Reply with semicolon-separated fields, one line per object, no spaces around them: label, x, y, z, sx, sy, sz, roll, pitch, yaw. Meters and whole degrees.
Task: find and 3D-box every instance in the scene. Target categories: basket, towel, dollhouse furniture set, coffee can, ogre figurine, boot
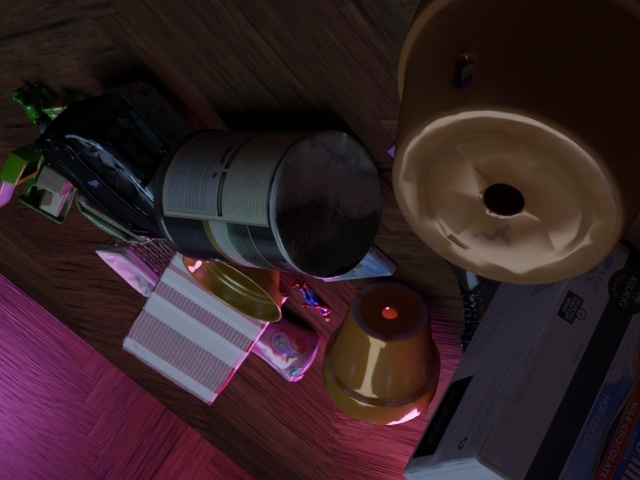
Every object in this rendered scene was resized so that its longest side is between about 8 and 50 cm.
basket;-0.369;0.037;2.196;0.113;0.103;0.167;6;147;47
towel;-0.241;0.160;2.114;0.237;0.037;0.329;34;117;-2
dollhouse furniture set;-0.434;-0.048;1.929;0.301;0.151;0.197;30;-159;2
coffee can;-0.079;-0.058;1.481;0.275;0.201;0.201;6;147;47
ogre figurine;-0.467;-0.203;1.838;0.197;0.097;0.118;6;137;27
boot;0.220;0.095;1.494;0.198;0.137;0.077;42;156;-22

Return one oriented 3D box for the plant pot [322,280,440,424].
plant pot;0.110;0.176;1.761;0.205;0.205;0.188;25;141;17

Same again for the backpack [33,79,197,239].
backpack;-0.294;-0.121;1.647;0.253;0.191;0.225;51;155;-23

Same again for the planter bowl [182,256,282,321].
planter bowl;-0.145;0.056;1.955;0.217;0.090;0.217;28;157;13

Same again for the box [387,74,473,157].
box;0.225;-0.101;1.181;0.201;0.057;0.293;37;157;-10

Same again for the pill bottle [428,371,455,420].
pill bottle;0.328;0.361;1.875;0.283;0.160;0.160;44;155;-28

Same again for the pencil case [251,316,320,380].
pencil case;-0.140;0.183;2.180;0.284;0.124;0.124;32;158;-1

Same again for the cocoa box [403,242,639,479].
cocoa box;0.310;0.201;1.317;0.228;0.347;0.231;34;157;-6

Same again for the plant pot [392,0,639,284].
plant pot;0.191;-0.099;0.937;0.291;0.203;0.291;15;137;14

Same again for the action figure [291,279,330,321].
action figure;-0.014;0.120;2.004;0.038;0.030;0.115;1;145;44

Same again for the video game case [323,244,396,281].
video game case;0.000;0.000;1.736;0.193;0.023;0.212;41;156;-21
